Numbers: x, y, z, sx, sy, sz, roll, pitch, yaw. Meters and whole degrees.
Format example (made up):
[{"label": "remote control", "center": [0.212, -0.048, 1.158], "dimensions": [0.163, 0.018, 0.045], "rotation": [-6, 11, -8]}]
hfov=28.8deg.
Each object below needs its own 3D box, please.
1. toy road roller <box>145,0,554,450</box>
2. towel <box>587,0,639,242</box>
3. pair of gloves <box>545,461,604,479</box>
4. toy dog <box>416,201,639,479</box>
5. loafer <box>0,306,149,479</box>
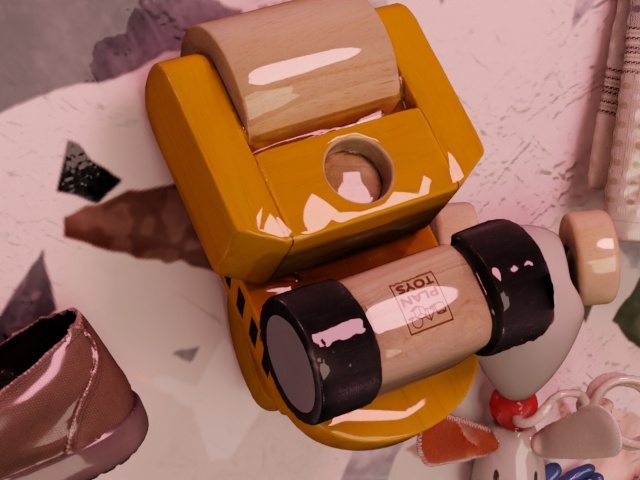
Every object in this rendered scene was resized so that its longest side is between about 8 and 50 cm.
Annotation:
[{"label": "toy road roller", "center": [0.000, 0.000, 0.957], "dimensions": [0.202, 0.240, 0.330], "rotation": [-18, 76, -24]}, {"label": "towel", "center": [0.409, -0.135, 1.118], "dimensions": [0.312, 0.056, 0.324], "rotation": [7, 91, -4]}, {"label": "pair of gloves", "center": [0.232, 0.316, 1.261], "dimensions": [0.159, 0.023, 0.198], "rotation": [-28, 118, -22]}, {"label": "toy dog", "center": [0.181, 0.122, 1.071], "dimensions": [0.220, 0.161, 0.334], "rotation": [-20, 114, 11]}, {"label": "loafer", "center": [-0.299, 0.141, 0.851], "dimensions": [0.366, 0.133, 0.130], "rotation": [-23, 111, -33]}]
